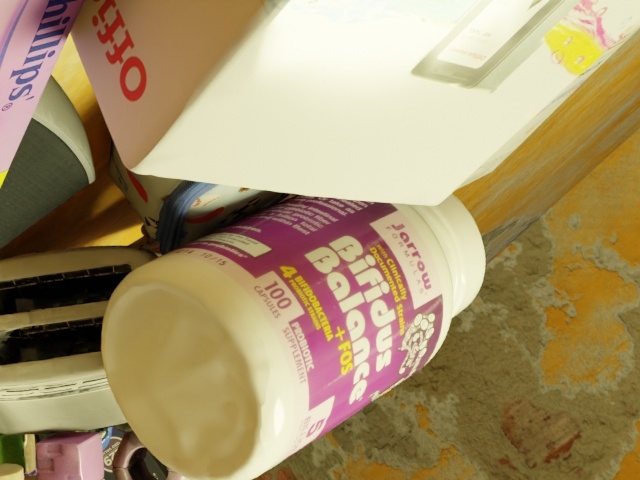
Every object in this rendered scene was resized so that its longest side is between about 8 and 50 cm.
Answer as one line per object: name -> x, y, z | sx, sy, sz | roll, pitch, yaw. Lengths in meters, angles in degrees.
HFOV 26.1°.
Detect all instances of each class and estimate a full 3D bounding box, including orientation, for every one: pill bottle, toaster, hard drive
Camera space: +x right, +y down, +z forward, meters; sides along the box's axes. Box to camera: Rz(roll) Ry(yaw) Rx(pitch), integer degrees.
pill bottle -> -0.005, 0.051, 1.050 | 0.301, 0.169, 0.169 | -27, 166, -47
toaster -> -0.192, 0.079, 1.119 | 0.227, 0.129, 0.146 | -7, 162, -1
hard drive -> -0.225, -0.040, 0.828 | 0.172, 0.054, 0.254 | -37, 169, -2

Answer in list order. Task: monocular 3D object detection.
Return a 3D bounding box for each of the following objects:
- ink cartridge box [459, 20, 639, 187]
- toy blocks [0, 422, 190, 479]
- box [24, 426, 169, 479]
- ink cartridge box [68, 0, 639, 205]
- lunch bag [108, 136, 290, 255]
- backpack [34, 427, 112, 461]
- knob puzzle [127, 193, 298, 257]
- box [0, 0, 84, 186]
ink cartridge box -> 0.179, -0.180, 1.339 | 0.207, 0.119, 0.353 | -26, 165, -43
toy blocks -> -0.288, 0.291, 1.211 | 0.289, 0.260, 0.309 | -2, -174, 23
box -> -0.308, 0.283, 1.581 | 0.261, 0.184, 0.103 | -38, 170, 3
ink cartridge box -> 0.032, -0.174, 0.577 | 0.197, 0.198, 0.270 | 4, 142, -45
lunch bag -> -0.015, -0.110, 1.058 | 0.303, 0.115, 0.243 | -32, 171, -16
backpack -> -0.269, 0.177, 1.428 | 0.098, 0.120, 0.101 | -35, 169, -13
knob puzzle -> -0.077, -0.028, 1.208 | 0.213, 0.030, 0.213 | -18, -168, 4
box -> -0.238, -0.060, 0.542 | 0.243, 0.117, 0.213 | -29, 166, -39
